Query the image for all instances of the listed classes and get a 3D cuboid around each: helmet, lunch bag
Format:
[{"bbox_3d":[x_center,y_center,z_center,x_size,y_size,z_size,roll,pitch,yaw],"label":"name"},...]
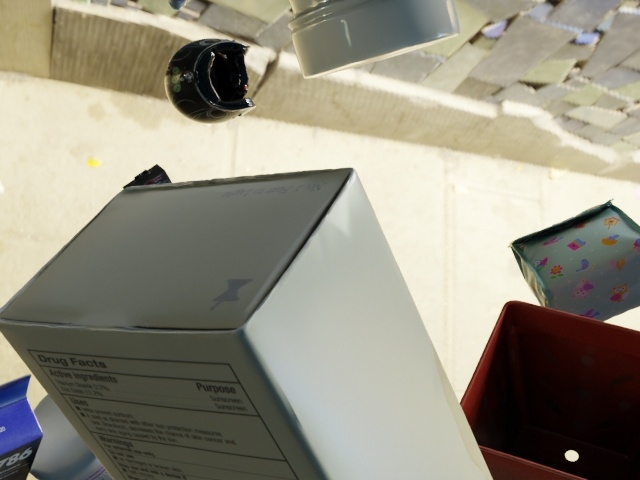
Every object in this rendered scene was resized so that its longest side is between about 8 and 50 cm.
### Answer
[{"bbox_3d":[-0.197,-0.286,1.615,0.169,0.161,0.169,-1,92,-30],"label":"helmet"},{"bbox_3d":[0.492,0.033,1.696,0.223,0.262,0.160,-24,119,6],"label":"lunch bag"}]

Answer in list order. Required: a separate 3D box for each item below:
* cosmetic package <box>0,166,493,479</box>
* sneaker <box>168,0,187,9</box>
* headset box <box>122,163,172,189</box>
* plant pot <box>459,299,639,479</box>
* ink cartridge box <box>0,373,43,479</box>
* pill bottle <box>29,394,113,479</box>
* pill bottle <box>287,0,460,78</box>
[{"bbox_3d":[-0.010,0.122,0.477,0.113,0.160,0.309,-54,131,-41],"label":"cosmetic package"},{"bbox_3d":[-0.226,-0.441,1.511,0.038,0.069,0.098,21,82,-20],"label":"sneaker"},{"bbox_3d":[-0.240,-0.064,1.287,0.062,0.032,0.083,-38,129,-14],"label":"headset box"},{"bbox_3d":[0.350,0.283,1.269,0.267,0.236,0.267,14,47,23],"label":"plant pot"},{"bbox_3d":[-0.486,0.333,1.229,0.165,0.333,0.065,-19,56,-46],"label":"ink cartridge box"},{"bbox_3d":[-0.310,0.350,1.407,0.301,0.169,0.169,55,52,-47],"label":"pill bottle"},{"bbox_3d":[0.004,-0.295,0.685,0.176,0.176,0.318,-20,100,-24],"label":"pill bottle"}]
